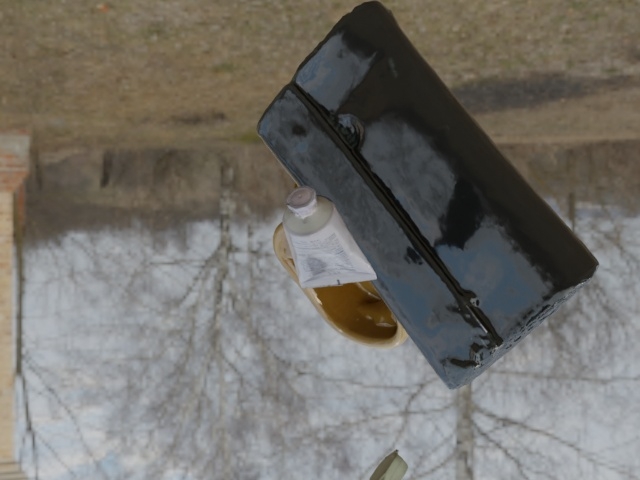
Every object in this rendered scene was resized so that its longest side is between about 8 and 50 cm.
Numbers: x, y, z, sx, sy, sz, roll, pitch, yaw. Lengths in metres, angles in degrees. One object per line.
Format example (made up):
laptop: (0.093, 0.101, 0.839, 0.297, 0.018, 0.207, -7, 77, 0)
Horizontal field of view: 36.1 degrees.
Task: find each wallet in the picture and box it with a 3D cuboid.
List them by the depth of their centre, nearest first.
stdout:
wallet: (0.105, -0.053, 1.110, 0.228, 0.406, 0.062, -45, 160, 26)

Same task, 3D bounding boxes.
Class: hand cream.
hand cream: (0.000, 0.000, 0.991, 0.084, 0.053, 0.142, -7, 142, 16)

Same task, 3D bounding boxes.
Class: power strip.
power strip: (0.065, 0.361, 1.333, 0.191, 0.030, 0.047, -49, -173, -36)

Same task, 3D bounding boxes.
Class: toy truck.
toy truck: (0.071, -0.016, 1.375, 0.204, 0.288, 0.211, 4, -141, 46)
